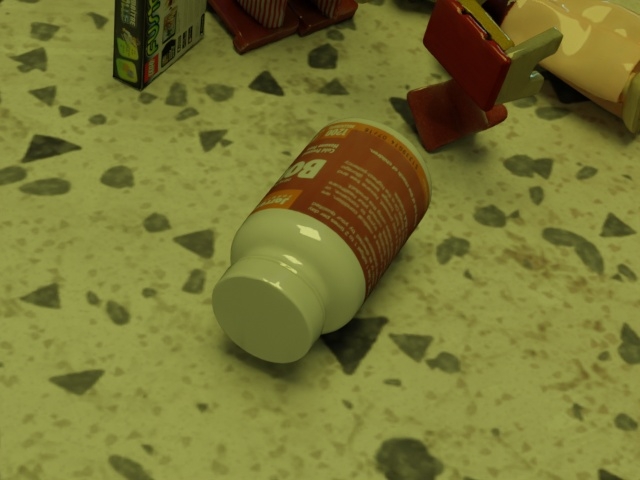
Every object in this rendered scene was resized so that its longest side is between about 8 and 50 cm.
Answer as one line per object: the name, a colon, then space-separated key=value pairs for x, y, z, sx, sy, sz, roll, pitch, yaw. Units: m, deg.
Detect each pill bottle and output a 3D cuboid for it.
pill bottle: x=0.000 y=0.000 z=1.279 sx=0.121 sy=0.121 sz=0.216 roll=24 pitch=46 yaw=14

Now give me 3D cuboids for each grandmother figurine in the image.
grandmother figurine: x=0.205 y=-0.232 z=1.570 sx=0.342 sy=0.104 sz=0.208 roll=34 pitch=56 yaw=26

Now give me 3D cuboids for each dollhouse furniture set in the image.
dollhouse furniture set: x=0.038 y=-0.223 z=1.467 sx=0.152 sy=0.201 sz=0.374 roll=-21 pitch=58 yaw=-28

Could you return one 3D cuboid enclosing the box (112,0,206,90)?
box: x=-0.149 y=-0.256 z=1.450 sx=0.036 sy=0.207 sz=0.114 roll=27 pitch=47 yaw=17
